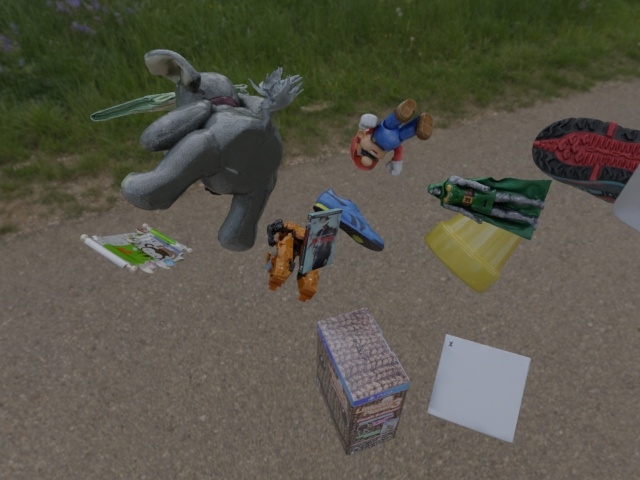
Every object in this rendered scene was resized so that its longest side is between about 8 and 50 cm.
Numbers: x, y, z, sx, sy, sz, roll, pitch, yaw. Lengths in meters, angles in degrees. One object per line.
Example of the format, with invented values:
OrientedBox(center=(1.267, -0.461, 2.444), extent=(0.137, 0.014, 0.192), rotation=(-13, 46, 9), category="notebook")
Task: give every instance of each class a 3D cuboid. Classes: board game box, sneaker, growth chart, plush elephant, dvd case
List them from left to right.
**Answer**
OrientedBox(center=(-0.375, 0.016, 0.943), extent=(0.172, 0.021, 0.237), rotation=(25, 12, 10), category="growth chart")
OrientedBox(center=(-0.198, -0.192, 0.797), extent=(0.272, 0.329, 0.255), rotation=(22, 16, -49), category="plush elephant")
OrientedBox(center=(0.000, 0.000, 0.846), extent=(0.013, 0.119, 0.087), rotation=(26, 26, 36), category="dvd case")
OrientedBox(center=(0.084, -0.056, 1.117), extent=(0.209, 0.069, 0.082), rotation=(36, 71, 9), category="sneaker")
OrientedBox(center=(0.094, 0.363, 1.147), extent=(0.141, 0.290, 0.232), rotation=(-14, 43, -16), category="board game box")
OrientedBox(center=(0.420, -0.089, 0.576), extent=(0.262, 0.104, 0.125), rotation=(31, 13, 32), category="sneaker")

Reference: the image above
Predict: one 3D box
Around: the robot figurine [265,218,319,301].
OrientedBox(center=(-0.086, 0.050, 1.408), extent=(0.211, 0.085, 0.290), rotation=(24, 34, -18), category="robot figurine")

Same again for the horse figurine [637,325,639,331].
OrientedBox(center=(0.696, 0.174, 0.890), extent=(0.066, 0.174, 0.263), rotation=(6, 50, 14), category="horse figurine")

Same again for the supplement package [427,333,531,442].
OrientedBox(center=(0.405, 0.373, 1.159), extent=(0.200, 0.263, 0.197), rotation=(13, 79, 21), category="supplement package")

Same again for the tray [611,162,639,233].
OrientedBox(center=(0.262, -0.047, 0.222), extent=(0.030, 0.270, 0.145), rotation=(-38, 60, -7), category="tray")

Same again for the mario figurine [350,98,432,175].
OrientedBox(center=(0.197, -0.296, 1.393), extent=(0.170, 0.321, 0.197), rotation=(-25, 90, -30), category="mario figurine")

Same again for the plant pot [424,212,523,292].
OrientedBox(center=(0.495, -0.006, 1.387), extent=(0.254, 0.239, 0.254), rotation=(37, 17, -13), category="plant pot")

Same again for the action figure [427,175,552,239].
OrientedBox(center=(0.338, -0.084, 0.934), extent=(0.233, 0.137, 0.063), rotation=(16, 28, 20), category="action figure")

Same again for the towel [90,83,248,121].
OrientedBox(center=(-0.374, -0.350, 1.147), extent=(0.248, 0.038, 0.325), rotation=(0, 21, 34), category="towel")
